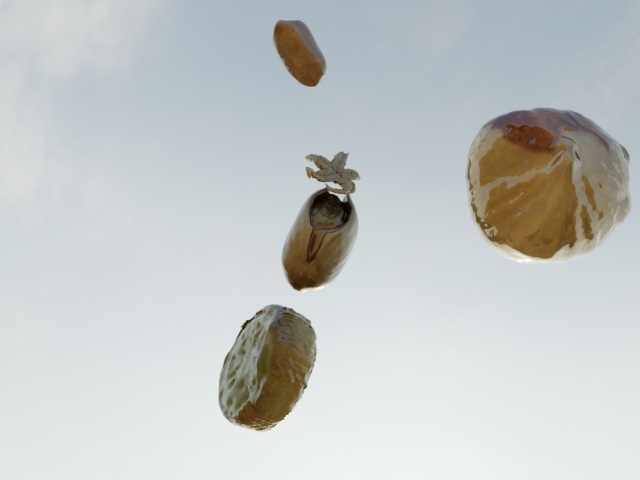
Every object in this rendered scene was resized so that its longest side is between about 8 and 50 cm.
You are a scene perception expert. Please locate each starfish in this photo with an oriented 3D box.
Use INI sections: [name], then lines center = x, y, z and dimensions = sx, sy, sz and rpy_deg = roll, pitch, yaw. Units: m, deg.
[starfish]
center = 0.028, -0.151, 1.267
dimensions = 0.150, 0.209, 0.053
rpy_deg = 34, -66, 25

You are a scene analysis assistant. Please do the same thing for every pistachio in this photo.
[pistachio]
center = 0.000, 0.000, 1.239
dimensions = 0.137, 0.238, 0.153
rpy_deg = 23, -13, -4

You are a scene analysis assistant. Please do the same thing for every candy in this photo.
[candy]
center = -0.113, 0.254, 1.195
dimensions = 0.118, 0.260, 0.260
rpy_deg = 30, -53, -22

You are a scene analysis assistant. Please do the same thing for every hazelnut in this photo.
[hazelnut]
center = 0.346, -0.085, 0.907
dimensions = 0.261, 0.261, 0.241
rpy_deg = 33, -13, 1

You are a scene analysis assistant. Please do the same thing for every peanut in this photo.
[peanut]
center = -0.039, -0.352, 1.112
dimensions = 0.076, 0.076, 0.152
rpy_deg = -38, -107, 33
